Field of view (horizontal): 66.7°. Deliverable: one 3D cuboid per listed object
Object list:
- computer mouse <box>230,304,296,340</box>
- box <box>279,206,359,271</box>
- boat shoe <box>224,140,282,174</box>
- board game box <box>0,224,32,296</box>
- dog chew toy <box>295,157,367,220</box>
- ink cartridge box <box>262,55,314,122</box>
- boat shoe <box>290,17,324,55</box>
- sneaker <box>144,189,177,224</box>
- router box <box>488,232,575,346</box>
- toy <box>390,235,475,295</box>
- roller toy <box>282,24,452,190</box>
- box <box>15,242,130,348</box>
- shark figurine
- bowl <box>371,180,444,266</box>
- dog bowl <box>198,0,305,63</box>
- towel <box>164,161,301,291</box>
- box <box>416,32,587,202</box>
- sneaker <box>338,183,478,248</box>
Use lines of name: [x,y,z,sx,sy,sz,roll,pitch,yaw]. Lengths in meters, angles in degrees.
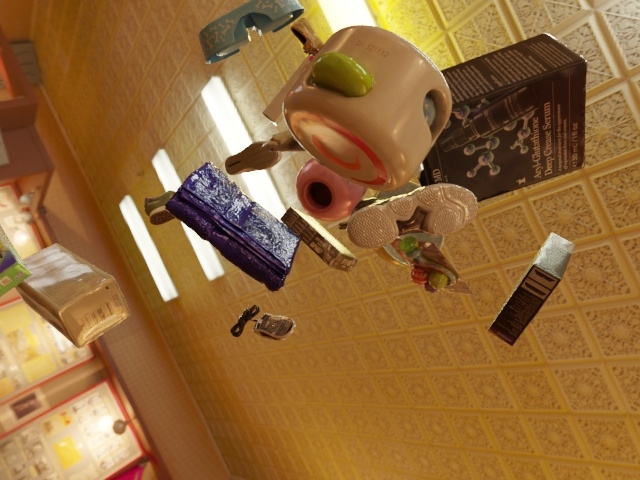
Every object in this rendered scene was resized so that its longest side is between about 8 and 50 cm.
computer mouse: [-0.146,0.236,1.324,0.193,0.106,0.042,9,-41,33]
box: [0.000,0.000,2.032,0.307,0.242,0.076,43,-82,20]
boat shoe: [-0.245,-0.317,1.860,0.303,0.094,0.109,-5,-80,42]
board game box: [-0.730,0.100,0.912,0.214,0.317,0.046,35,-23,35]
dog chew toy: [0.061,-0.191,1.532,0.207,0.332,0.206,11,-63,22]
ink cartridge box: [-0.073,-0.592,1.814,0.069,0.371,0.176,42,6,-7]
boat shoe: [-0.025,-0.480,1.195,0.135,0.045,0.050,55,-12,7]
sneaker: [-0.376,-0.108,1.298,0.086,0.192,0.064,51,-34,30]
router box: [0.611,0.132,1.397,0.081,0.309,0.242,33,-59,20]
toy: [0.251,0.078,1.143,0.137,0.056,0.237,9,-30,46]
roller toy: [0.062,-0.171,0.636,0.191,0.146,0.209,37,-11,-16]
box: [-0.631,0.126,1.208,0.311,0.148,0.121,20,-47,37]
shark figurine: [0.003,-0.228,1.227,0.278,0.166,0.116,21,-40,41]
bowl: [0.246,-0.041,1.599,0.156,0.290,0.289,-24,-89,59]
dog bowl: [-0.189,-0.571,1.284,0.074,0.297,0.166,61,2,-14]
towel: [-0.177,-0.043,1.103,0.308,0.227,0.076,41,-61,-15]
box: [0.427,-0.288,1.233,0.211,0.396,0.293,-98,167,-50]
sneaker: [0.167,-0.055,0.979,0.153,0.269,0.101,-148,-134,-75]
